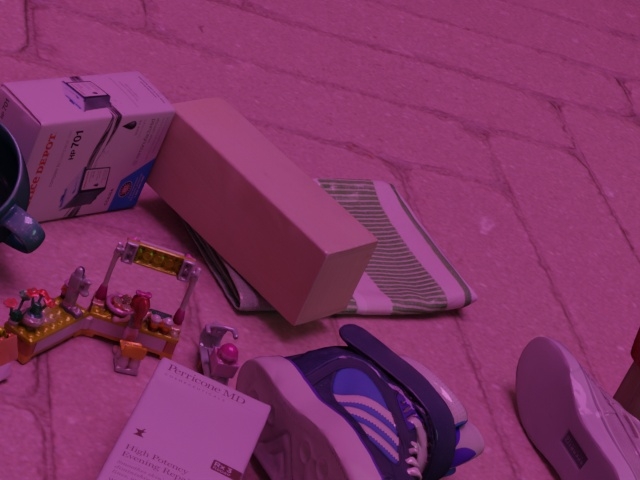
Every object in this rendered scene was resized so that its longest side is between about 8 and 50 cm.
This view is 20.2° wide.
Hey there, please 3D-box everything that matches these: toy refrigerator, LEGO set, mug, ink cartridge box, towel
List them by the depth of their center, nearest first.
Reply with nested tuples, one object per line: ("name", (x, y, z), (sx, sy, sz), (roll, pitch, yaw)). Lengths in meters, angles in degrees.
("LEGO set", (-0.212, 0.064, 1.730), (0.287, 0.107, 0.132), (6, 33, -30))
("mug", (-0.351, -0.041, 1.793), (0.129, 0.097, 0.158), (-15, 69, -8))
("ink cartridge box", (-0.268, -0.100, 1.927), (0.190, 0.140, 0.082), (-13, 48, -48))
("toy refrigerator", (-0.067, -0.037, 1.954), (0.094, 0.102, 0.269), (-15, 48, -46))
("towel", (0.000, 0.000, 2.076), (0.325, 0.038, 0.248), (4, 36, -34))

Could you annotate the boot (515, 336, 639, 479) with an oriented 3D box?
("boot", (0.304, 0.213, 1.917), (0.123, 0.095, 0.258), (15, 36, -33))

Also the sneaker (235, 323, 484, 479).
("sneaker", (0.079, 0.209, 1.687), (0.236, 0.130, 0.323), (1, 31, -29))

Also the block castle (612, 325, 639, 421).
("block castle", (0.568, 0.218, 1.968), (0.453, 0.213, 0.303), (38, 31, 23))

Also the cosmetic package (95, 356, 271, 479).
("cosmetic package", (-0.130, 0.208, 1.579), (0.117, 0.085, 0.231), (24, 30, -2))
